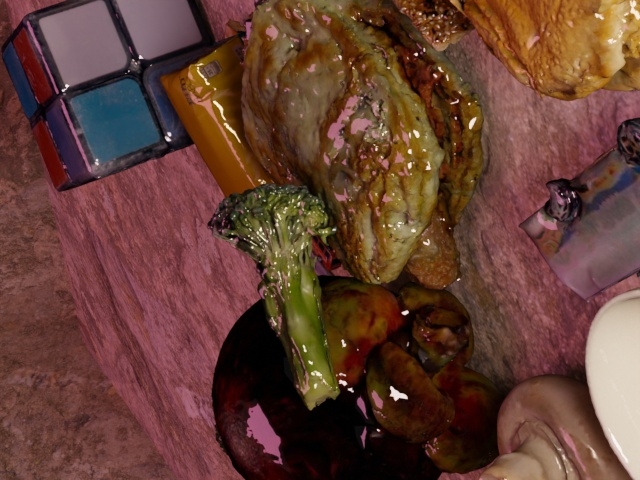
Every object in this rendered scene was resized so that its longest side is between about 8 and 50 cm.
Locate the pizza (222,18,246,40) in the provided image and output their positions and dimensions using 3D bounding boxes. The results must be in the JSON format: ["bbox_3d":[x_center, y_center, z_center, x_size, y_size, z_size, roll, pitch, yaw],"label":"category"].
[{"bbox_3d":[-0.117,-0.315,1.888,0.160,0.036,0.099,42,155,43],"label":"pizza"}]

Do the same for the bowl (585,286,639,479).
[{"bbox_3d":[0.402,0.150,1.102,0.277,0.145,0.277,45,149,37],"label":"bowl"}]

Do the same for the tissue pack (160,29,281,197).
[{"bbox_3d":[-0.138,-0.189,1.871,0.271,0.134,0.192,60,162,-13],"label":"tissue pack"}]

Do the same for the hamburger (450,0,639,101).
[{"bbox_3d":[0.228,-0.287,1.044,0.318,0.158,0.318,47,151,37],"label":"hamburger"}]

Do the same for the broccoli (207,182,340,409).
[{"bbox_3d":[-0.043,0.070,1.475,0.165,0.145,0.304,125,128,-72],"label":"broccoli"}]

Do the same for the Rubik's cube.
[{"bbox_3d":[-0.380,-0.292,2.117,0.313,0.316,0.318,-8,103,66],"label":"Rubik's cube"}]

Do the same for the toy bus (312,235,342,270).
[{"bbox_3d":[0.000,0.000,1.942,0.110,0.031,0.043,54,147,27],"label":"toy bus"}]

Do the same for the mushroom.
[{"bbox_3d":[0.293,0.284,1.403,0.206,0.209,0.206,31,156,15],"label":"mushroom"}]

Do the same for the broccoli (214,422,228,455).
[{"bbox_3d":[-0.022,0.315,2.024,0.304,0.321,0.283,109,171,-71],"label":"broccoli"}]

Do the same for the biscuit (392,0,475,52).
[{"bbox_3d":[0.118,-0.323,1.283,0.231,0.131,0.025,53,173,25],"label":"biscuit"}]

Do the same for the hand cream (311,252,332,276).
[{"bbox_3d":[0.003,0.056,2.002,0.093,0.019,0.030,48,149,39],"label":"hand cream"}]

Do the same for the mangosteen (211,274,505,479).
[{"bbox_3d":[0.058,0.222,1.666,0.381,0.421,0.381,56,-160,-31],"label":"mangosteen"}]

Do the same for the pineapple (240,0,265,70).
[{"bbox_3d":[-0.066,-0.352,1.659,0.125,0.125,0.251,44,143,41],"label":"pineapple"}]

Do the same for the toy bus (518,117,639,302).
[{"bbox_3d":[0.327,-0.046,1.128,0.138,0.112,0.317,58,156,8],"label":"toy bus"}]

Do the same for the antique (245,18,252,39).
[{"bbox_3d":[-0.021,-0.296,1.600,0.192,0.015,0.031,6,115,24],"label":"antique"}]

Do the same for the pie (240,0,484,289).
[{"bbox_3d":[0.028,-0.150,1.531,0.418,0.180,0.395,40,144,33],"label":"pie"}]
